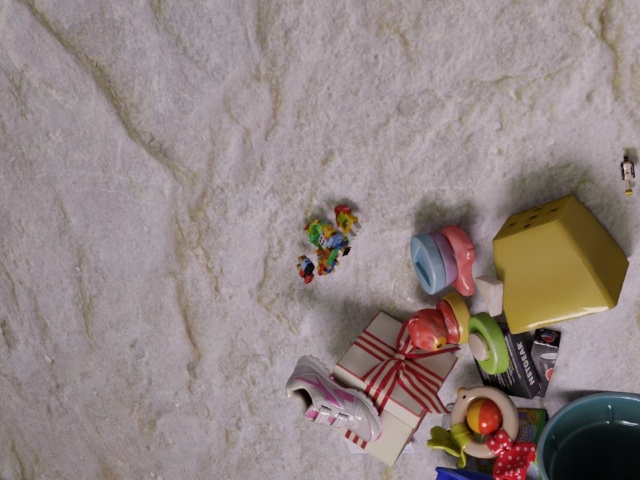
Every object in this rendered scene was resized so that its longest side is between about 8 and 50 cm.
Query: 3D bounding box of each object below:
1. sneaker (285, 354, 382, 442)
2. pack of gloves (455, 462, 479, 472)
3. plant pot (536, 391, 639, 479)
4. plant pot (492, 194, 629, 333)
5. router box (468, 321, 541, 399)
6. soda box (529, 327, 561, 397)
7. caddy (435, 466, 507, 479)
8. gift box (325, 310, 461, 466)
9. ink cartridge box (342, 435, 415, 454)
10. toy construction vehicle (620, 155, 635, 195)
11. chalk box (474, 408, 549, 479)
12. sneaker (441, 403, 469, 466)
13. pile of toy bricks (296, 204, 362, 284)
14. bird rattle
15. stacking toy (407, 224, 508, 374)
[{"bbox_3d":[0.021,0.374,1.702,0.252,0.111,0.103,34,136,16],"label":"sneaker"},{"bbox_3d":[0.445,0.659,1.998,0.195,0.046,0.232,17,158,19],"label":"pack of gloves"},{"bbox_3d":[0.682,0.585,1.733,0.341,0.341,0.334,1,132,24],"label":"plant pot"},{"bbox_3d":[0.458,0.034,1.502,0.212,0.212,0.187,-21,102,35],"label":"plant pot"},{"bbox_3d":[0.416,0.273,1.746,0.133,0.046,0.178,0,118,51],"label":"router box"},{"bbox_3d":[0.506,0.282,1.750,0.060,0.053,0.168,13,129,16],"label":"soda box"},{"bbox_3d":[0.414,0.659,1.824,0.341,0.179,0.241,30,164,-4],"label":"caddy"},{"bbox_3d":[0.183,0.348,1.821,0.277,0.255,0.258,26,133,13],"label":"gift box"},{"bbox_3d":[0.138,0.498,2.081,0.206,0.045,0.208,-10,118,30],"label":"ink cartridge box"},{"bbox_3d":[0.604,-0.132,1.419,0.086,0.035,0.098,-11,122,18],"label":"toy construction vehicle"},{"bbox_3d":[0.496,0.503,1.865,0.213,0.132,0.132,-3,122,27],"label":"chalk box"},{"bbox_3d":[0.340,0.530,1.981,0.080,0.094,0.212,3,125,21],"label":"sneaker"},{"bbox_3d":[0.000,0.000,1.754,0.105,0.118,0.212,56,145,22],"label":"pile of toy bricks"},{"bbox_3d":[0.373,0.435,1.736,0.143,0.206,0.254,22,162,-41],"label":"bird rattle"},{"bbox_3d":[0.268,0.144,1.603,0.131,0.279,0.308,-16,119,-10],"label":"stacking toy"}]
